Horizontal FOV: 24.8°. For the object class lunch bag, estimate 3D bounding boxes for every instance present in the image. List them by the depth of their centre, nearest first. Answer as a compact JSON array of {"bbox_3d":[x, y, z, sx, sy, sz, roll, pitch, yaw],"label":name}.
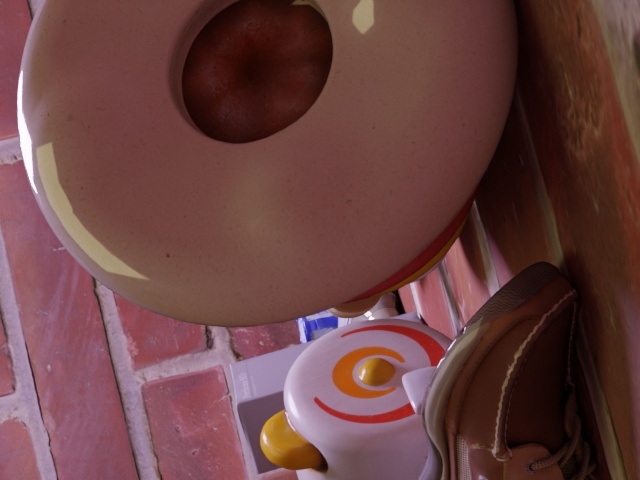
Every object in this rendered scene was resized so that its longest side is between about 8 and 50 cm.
[{"bbox_3d":[0.036,0.121,2.032,0.151,0.128,0.096,100,156,-75],"label":"lunch bag"}]

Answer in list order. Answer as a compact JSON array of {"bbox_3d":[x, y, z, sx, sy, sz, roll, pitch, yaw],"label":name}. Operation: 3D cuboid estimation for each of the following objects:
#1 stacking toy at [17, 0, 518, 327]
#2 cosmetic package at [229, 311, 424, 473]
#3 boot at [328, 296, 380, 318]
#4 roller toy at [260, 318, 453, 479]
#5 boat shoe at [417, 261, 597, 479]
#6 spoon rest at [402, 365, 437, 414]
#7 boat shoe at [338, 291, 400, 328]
[{"bbox_3d":[0.020,-0.059,1.138,0.480,0.350,0.351,41,-149,-64],"label":"stacking toy"},{"bbox_3d":[0.020,0.175,1.688,0.127,0.237,0.107,-119,15,-71],"label":"cosmetic package"},{"bbox_3d":[0.000,0.000,1.601,0.203,0.095,0.262,116,148,-56],"label":"boot"},{"bbox_3d":[0.060,0.177,1.466,0.191,0.209,0.146,-64,-27,-48],"label":"roller toy"},{"bbox_3d":[0.143,0.146,1.024,0.116,0.123,0.324,36,145,25],"label":"boat shoe"},{"bbox_3d":[0.159,0.218,1.250,0.137,0.084,0.276,-109,-6,-62],"label":"spoon rest"},{"bbox_3d":[0.069,0.183,1.966,0.094,0.109,0.302,-111,11,-45],"label":"boat shoe"}]
